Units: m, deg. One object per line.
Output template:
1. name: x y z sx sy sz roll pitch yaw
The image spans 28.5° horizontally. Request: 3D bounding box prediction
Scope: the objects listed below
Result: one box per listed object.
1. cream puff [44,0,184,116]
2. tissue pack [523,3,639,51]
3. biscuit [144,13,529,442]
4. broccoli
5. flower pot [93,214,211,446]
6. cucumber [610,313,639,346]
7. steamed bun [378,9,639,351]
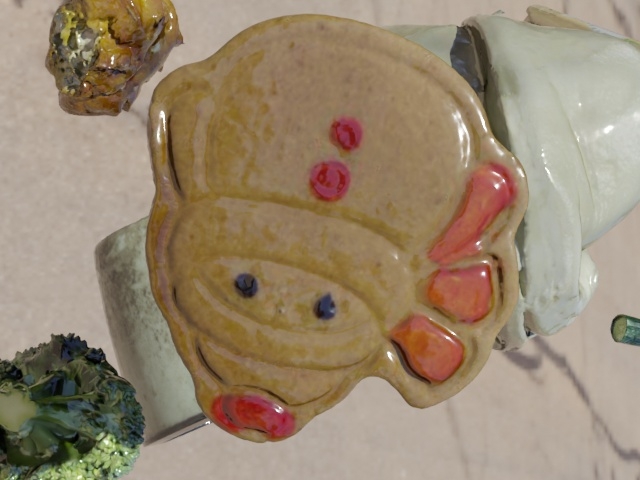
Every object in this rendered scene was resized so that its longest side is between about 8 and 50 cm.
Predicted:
1. cream puff: -0.331 -0.321 1.998 0.241 0.155 0.269 -49 169 -19
2. tissue pack: 0.342 -0.191 1.724 0.123 0.256 0.215 18 102 -40
3. biscuit: 0.000 0.000 1.108 0.074 0.358 0.381 -36 144 -85
4. broccoli: -0.315 0.202 1.450 0.198 0.226 0.176 -51 -177 -10
5. flower pot: -0.204 0.125 2.001 0.330 0.293 0.293 66 22 8
6. cucumber: 0.523 0.153 2.067 0.105 0.048 0.048 15 67 -30
7. steamed bun: 0.122 -0.074 1.271 0.255 0.367 0.343 7 96 -39
